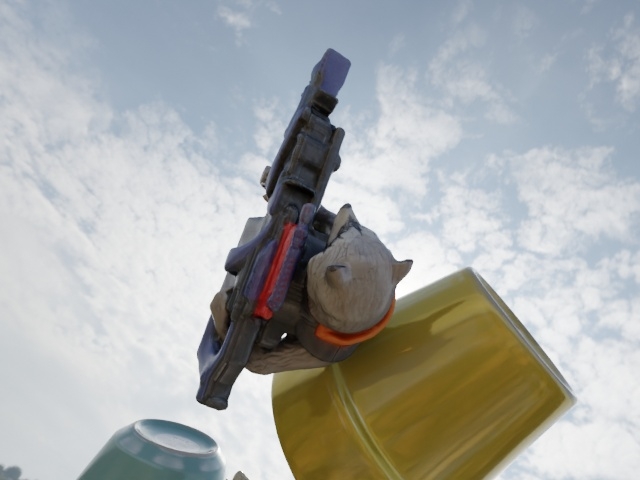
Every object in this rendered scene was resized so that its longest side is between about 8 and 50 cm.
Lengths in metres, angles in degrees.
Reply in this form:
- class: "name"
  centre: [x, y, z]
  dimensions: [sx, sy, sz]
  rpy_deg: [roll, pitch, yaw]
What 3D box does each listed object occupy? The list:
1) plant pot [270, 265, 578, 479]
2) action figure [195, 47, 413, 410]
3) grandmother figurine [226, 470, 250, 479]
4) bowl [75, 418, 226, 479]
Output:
- class: "plant pot"
  centre: [0.118, 0.163, 0.464]
  dimensions: [0.239, 0.254, 0.254]
  rpy_deg: [-39, -79, 16]
- class: "action figure"
  centre: [0.000, 0.000, 0.454]
  dimensions: [0.179, 0.340, 0.330]
  rpy_deg: [22, -2, -16]
- class: "grandmother figurine"
  centre: [-0.350, 0.723, 1.138]
  dimensions: [0.343, 0.207, 0.104]
  rpy_deg: [-27, -68, 12]
- class: "bowl"
  centre: [-0.309, 0.457, 0.822]
  dimensions: [0.312, 0.163, 0.311]
  rpy_deg: [18, -13, 4]
